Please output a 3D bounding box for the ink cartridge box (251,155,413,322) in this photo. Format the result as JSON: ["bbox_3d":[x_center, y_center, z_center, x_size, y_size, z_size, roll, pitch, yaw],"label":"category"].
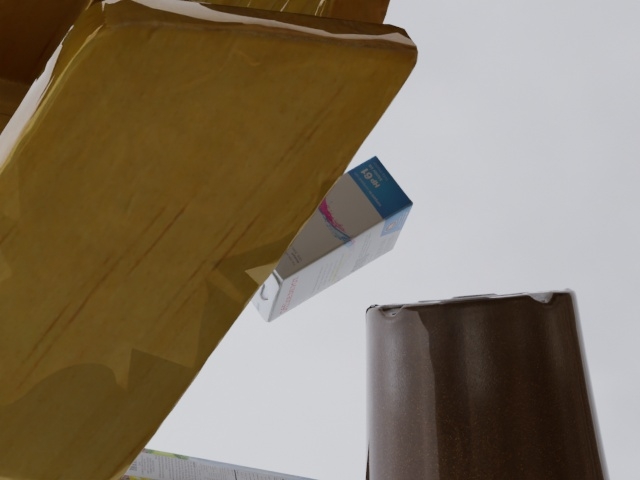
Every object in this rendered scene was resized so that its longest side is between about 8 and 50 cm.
[{"bbox_3d":[0.000,0.000,1.215,0.122,0.088,0.052,-31,-106,-21],"label":"ink cartridge box"}]

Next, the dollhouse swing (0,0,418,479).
[{"bbox_3d":[-0.195,-0.106,0.709,0.305,0.315,0.347,26,-159,-25],"label":"dollhouse swing"}]

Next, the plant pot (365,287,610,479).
[{"bbox_3d":[0.093,0.114,0.944,0.167,0.167,0.165,-4,-93,-43],"label":"plant pot"}]

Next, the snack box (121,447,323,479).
[{"bbox_3d":[-0.097,0.274,1.356,0.207,0.070,0.174,11,-69,-13],"label":"snack box"}]
